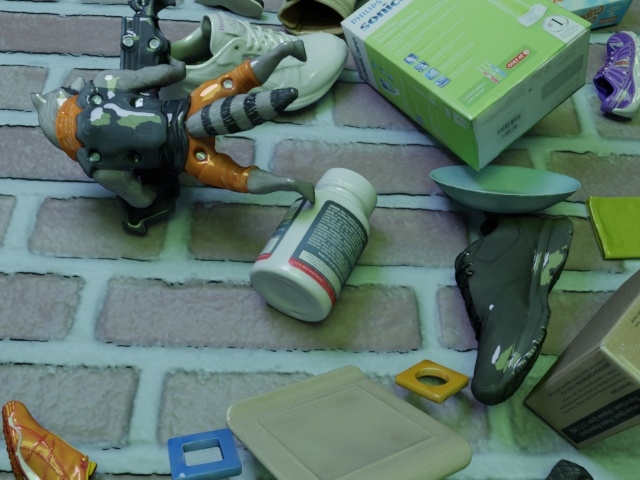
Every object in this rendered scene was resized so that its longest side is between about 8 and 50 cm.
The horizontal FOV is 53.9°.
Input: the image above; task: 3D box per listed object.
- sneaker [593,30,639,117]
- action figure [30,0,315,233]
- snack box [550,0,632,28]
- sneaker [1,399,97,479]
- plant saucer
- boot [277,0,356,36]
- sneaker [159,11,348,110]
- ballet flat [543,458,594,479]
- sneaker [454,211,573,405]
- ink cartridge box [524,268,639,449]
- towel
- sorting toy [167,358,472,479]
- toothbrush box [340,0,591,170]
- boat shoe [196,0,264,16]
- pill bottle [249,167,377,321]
[{"bbox_3d":[0.476,-0.274,1.015,0.071,0.068,0.169,7,59,7],"label":"sneaker"},{"bbox_3d":[-0.181,-0.179,0.750,0.330,0.178,0.341,-4,94,5],"label":"action figure"},{"bbox_3d":[0.355,-0.432,1.105,0.322,0.060,0.187,-16,60,-13],"label":"snack box"},{"bbox_3d":[-0.277,0.237,0.657,0.067,0.064,0.175,-26,67,-41],"label":"sneaker"},{"bbox_3d":[0.243,-0.067,0.844,0.195,0.037,0.195,2,18,-1],"label":"plant saucer"},{"bbox_3d":[-0.047,-0.452,1.073,0.262,0.095,0.203,19,61,4],"label":"boot"},{"bbox_3d":[-0.095,-0.260,0.912,0.305,0.152,0.114,-20,57,-17],"label":"sneaker"},{"bbox_3d":[0.219,0.294,0.664,0.173,0.057,0.049,-26,23,-19],"label":"ballet flat"},{"bbox_3d":[0.218,0.071,0.772,0.130,0.109,0.286,19,49,15],"label":"sneaker"},{"bbox_3d":[0.357,0.104,0.697,0.088,0.193,0.235,42,65,17],"label":"ink cartridge box"},{"bbox_3d":[0.501,-0.022,0.886,0.237,0.021,0.102,-1,58,-5],"label":"towel"},{"bbox_3d":[0.024,0.205,0.638,0.348,0.047,0.196,-11,21,-31],"label":"sorting toy"},{"bbox_3d":[0.201,-0.270,0.903,0.206,0.122,0.283,-39,58,-5],"label":"toothbrush box"},{"bbox_3d":[-0.154,-0.415,1.064,0.133,0.049,0.042,19,67,13],"label":"boat shoe"},{"bbox_3d":[0.000,0.000,0.785,0.108,0.108,0.180,25,60,11],"label":"pill bottle"}]
